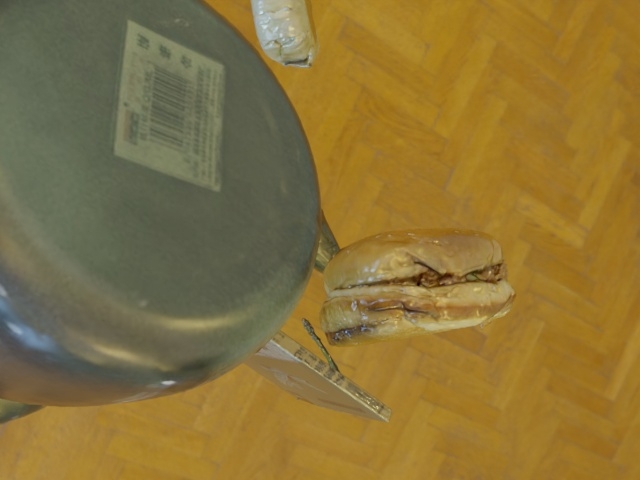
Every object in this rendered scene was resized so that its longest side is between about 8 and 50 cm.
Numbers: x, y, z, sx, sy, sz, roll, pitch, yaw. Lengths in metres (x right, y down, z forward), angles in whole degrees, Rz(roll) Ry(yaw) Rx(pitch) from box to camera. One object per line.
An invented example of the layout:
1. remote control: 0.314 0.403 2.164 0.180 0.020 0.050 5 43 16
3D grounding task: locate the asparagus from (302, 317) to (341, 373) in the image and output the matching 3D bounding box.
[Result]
1. asparagus: 0.009 0.187 1.337 0.016 0.013 0.166 -51 125 -36

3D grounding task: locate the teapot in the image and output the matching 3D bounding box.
1. teapot: -0.181 -0.034 0.472 0.223 0.285 0.305 -19 82 -49

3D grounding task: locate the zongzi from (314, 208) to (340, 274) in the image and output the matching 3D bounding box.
1. zongzi: 0.001 -0.002 1.696 0.204 0.205 0.094 40 68 14

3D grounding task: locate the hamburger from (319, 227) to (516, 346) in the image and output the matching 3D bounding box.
1. hamburger: 0.149 0.083 1.359 0.304 0.284 0.174 0 73 -28

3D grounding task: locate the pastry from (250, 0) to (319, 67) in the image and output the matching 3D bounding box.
1. pastry: -0.055 -0.355 1.300 0.088 0.166 0.166 -8 108 10

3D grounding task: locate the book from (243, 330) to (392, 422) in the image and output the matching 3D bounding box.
1. book: -0.077 0.139 1.041 0.310 0.217 0.021 39 68 -27
